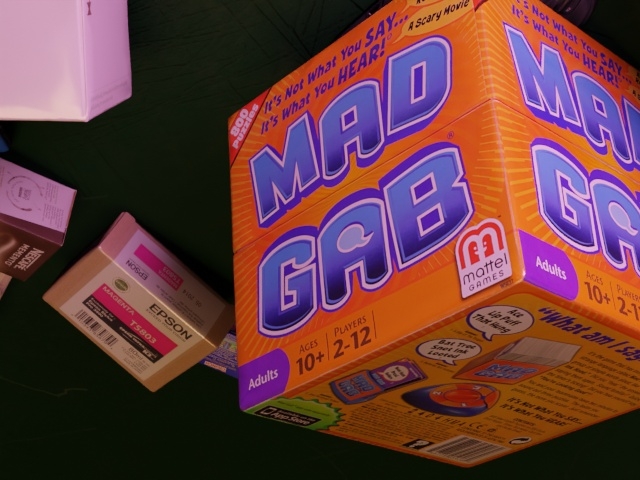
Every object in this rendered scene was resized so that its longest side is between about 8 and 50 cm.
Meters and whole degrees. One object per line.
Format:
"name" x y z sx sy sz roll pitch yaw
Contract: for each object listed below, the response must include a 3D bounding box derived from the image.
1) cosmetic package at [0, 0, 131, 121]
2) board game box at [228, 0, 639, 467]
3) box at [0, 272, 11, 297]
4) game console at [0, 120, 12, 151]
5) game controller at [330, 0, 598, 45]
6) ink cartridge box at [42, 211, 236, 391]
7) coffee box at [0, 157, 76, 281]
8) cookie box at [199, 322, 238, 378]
"cosmetic package" -0.413 -0.223 1.259 0.365 0.197 0.155 3 105 6
"board game box" 0.155 -0.004 1.187 0.356 0.356 0.356 22 142 -39
"box" -0.556 0.097 1.824 0.063 0.067 0.324 28 139 -13
"game console" -0.525 -0.259 1.447 0.293 0.173 0.250 20 170 -4
"game controller" 0.148 -0.234 1.251 0.166 0.067 0.319 45 132 -11
"ink cartridge box" -0.271 0.098 1.690 0.234 0.088 0.193 42 134 -12
"coffee box" -0.490 -0.051 1.577 0.246 0.098 0.141 24 143 -27
"cookie box" -0.152 0.164 1.790 0.091 0.040 0.107 23 138 -7
